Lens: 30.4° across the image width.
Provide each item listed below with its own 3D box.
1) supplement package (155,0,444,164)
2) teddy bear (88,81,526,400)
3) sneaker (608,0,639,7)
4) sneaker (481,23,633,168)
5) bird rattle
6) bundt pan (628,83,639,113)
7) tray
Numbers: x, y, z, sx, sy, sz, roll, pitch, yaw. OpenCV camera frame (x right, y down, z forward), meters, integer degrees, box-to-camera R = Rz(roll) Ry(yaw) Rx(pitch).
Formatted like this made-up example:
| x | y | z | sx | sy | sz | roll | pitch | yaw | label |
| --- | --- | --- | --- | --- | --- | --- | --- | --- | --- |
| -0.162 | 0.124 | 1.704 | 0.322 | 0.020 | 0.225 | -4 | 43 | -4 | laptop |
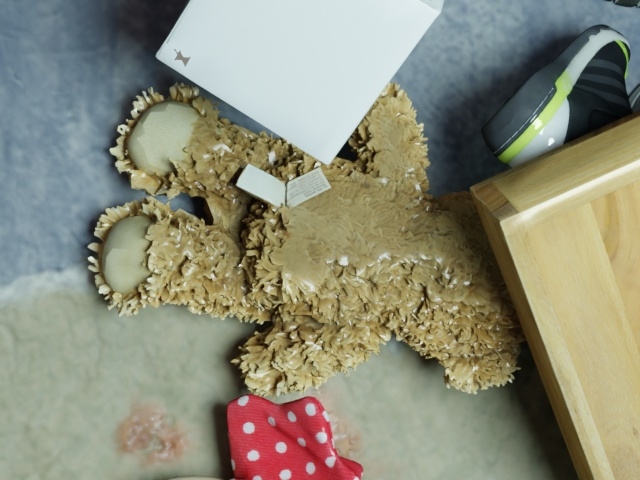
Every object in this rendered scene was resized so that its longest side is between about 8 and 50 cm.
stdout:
| x | y | z | sx | sy | sz | roll | pitch | yaw | label |
| --- | --- | --- | --- | --- | --- | --- | --- | --- | --- |
| 0.006 | -0.189 | 0.808 | 0.133 | 0.139 | 0.244 | 31 | 36 | -8 | supplement package |
| 0.000 | 0.000 | 0.868 | 0.337 | 0.113 | 0.245 | -3 | 73 | -9 | teddy bear |
| 0.242 | -0.249 | 0.983 | 0.169 | 0.068 | 0.071 | 19 | 71 | -11 | sneaker |
| 0.197 | -0.088 | 0.893 | 0.097 | 0.084 | 0.234 | 44 | 39 | 5 | sneaker |
| -0.068 | 0.232 | 0.796 | 0.206 | 0.143 | 0.254 | -4 | 79 | 1 | bird rattle |
| 0.380 | -0.007 | 0.953 | 0.330 | 0.124 | 0.331 | 3 | 81 | -16 | bundt pan |
| 0.269 | 0.106 | 0.823 | 0.202 | 0.076 | 0.411 | -24 | 115 | -1 | tray |
